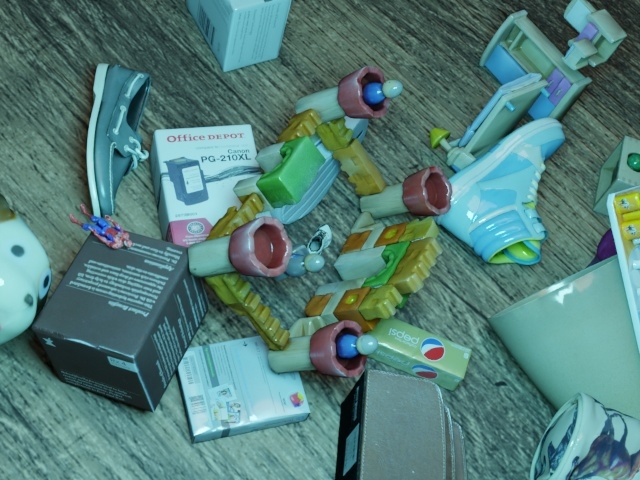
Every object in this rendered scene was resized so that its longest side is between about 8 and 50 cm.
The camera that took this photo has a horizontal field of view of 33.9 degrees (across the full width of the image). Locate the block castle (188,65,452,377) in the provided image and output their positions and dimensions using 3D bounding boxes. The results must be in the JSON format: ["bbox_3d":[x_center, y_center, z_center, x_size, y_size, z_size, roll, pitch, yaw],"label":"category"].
[{"bbox_3d":[0.032,-0.028,1.635,0.303,0.213,0.453,54,47,-25],"label":"block castle"}]

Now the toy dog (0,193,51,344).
[{"bbox_3d":[-0.576,0.103,1.474,0.408,0.284,0.395,-24,30,-10],"label":"toy dog"}]

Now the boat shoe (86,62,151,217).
[{"bbox_3d":[-0.341,-0.174,1.784,0.099,0.116,0.319,2,55,-8],"label":"boat shoe"}]

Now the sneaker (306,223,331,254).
[{"bbox_3d":[0.000,0.000,1.807,0.032,0.037,0.083,24,56,4],"label":"sneaker"}]

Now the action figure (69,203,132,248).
[{"bbox_3d":[-0.321,-0.017,1.552,0.115,0.030,0.038,29,56,23],"label":"action figure"}]

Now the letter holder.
[{"bbox_3d":[0.139,0.372,1.556,0.214,0.152,0.302,11,58,-9],"label":"letter holder"}]

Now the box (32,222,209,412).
[{"bbox_3d":[-0.292,0.113,1.575,0.168,0.167,0.203,16,57,15],"label":"box"}]

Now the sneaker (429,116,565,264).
[{"bbox_3d":[0.366,-0.073,1.887,0.319,0.127,0.208,-36,71,-18],"label":"sneaker"}]

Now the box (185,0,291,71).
[{"bbox_3d":[-0.155,-0.444,1.946,0.119,0.182,0.181,-20,66,-22],"label":"box"}]

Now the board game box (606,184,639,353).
[{"bbox_3d":[0.619,0.084,1.713,0.390,0.050,0.390,-15,92,-46],"label":"board game box"}]

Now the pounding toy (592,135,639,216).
[{"bbox_3d":[0.585,-0.109,1.946,0.100,0.141,0.130,20,58,-1],"label":"pounding toy"}]

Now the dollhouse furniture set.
[{"bbox_3d":[0.337,-0.310,1.921,0.303,0.286,0.198,-26,68,-37],"label":"dollhouse furniture set"}]

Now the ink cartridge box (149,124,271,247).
[{"bbox_3d":[-0.185,-0.071,1.767,0.172,0.100,0.237,-5,62,-17],"label":"ink cartridge box"}]

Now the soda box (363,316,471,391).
[{"bbox_3d":[0.150,0.180,1.721,0.181,0.061,0.058,22,58,0],"label":"soda box"}]

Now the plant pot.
[{"bbox_3d":[0.445,0.194,1.696,0.256,0.256,0.274,-23,83,-24],"label":"plant pot"}]

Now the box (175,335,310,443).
[{"bbox_3d":[-0.125,0.227,1.643,0.186,0.038,0.145,-10,62,-17],"label":"box"}]

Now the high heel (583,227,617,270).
[{"bbox_3d":[0.665,0.032,1.858,0.377,0.181,0.127,-4,61,-15],"label":"high heel"}]

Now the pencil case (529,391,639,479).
[{"bbox_3d":[0.502,0.376,1.543,0.410,0.160,0.183,26,62,-6],"label":"pencil case"}]

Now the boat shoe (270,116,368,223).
[{"bbox_3d":[-0.022,-0.140,1.859,0.094,0.109,0.302,23,47,19],"label":"boat shoe"}]
